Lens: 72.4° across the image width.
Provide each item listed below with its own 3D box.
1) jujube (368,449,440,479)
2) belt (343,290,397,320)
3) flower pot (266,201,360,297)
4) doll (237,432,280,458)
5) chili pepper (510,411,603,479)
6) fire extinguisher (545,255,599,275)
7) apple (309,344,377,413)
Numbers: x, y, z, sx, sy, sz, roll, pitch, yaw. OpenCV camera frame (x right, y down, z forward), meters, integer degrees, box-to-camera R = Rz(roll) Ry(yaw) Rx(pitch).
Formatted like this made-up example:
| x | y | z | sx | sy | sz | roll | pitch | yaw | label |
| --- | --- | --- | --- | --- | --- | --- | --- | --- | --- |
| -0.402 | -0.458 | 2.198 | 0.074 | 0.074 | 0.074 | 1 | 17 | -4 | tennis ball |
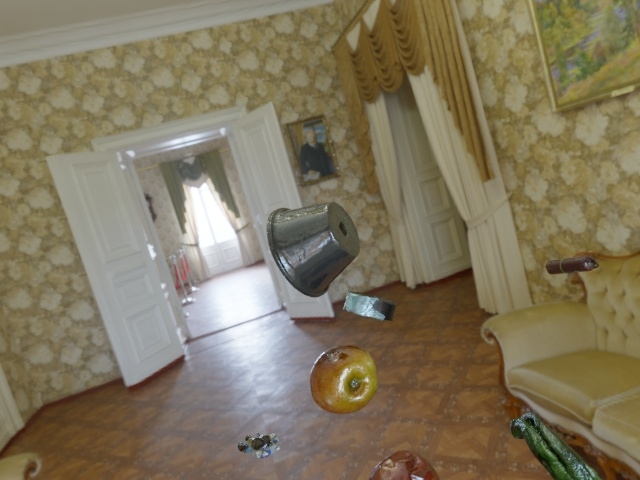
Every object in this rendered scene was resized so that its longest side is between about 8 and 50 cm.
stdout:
| x | y | z | sx | sy | sz | roll | pitch | yaw | label |
| --- | --- | --- | --- | --- | --- | --- | --- | --- | --- |
| 0.174 | 0.576 | 0.916 | 0.174 | 0.250 | 0.174 | 0 | 5 | 0 | jujube |
| 0.174 | 0.232 | 1.539 | 0.199 | 0.078 | 0.151 | 16 | -2 | -25 | belt |
| 0.000 | 0.000 | 1.175 | 0.166 | 0.268 | 0.269 | -30 | 0 | 25 | flower pot |
| -0.200 | 0.681 | 1.456 | 0.195 | 0.070 | 0.096 | -19 | 15 | 44 | doll |
| 0.447 | 0.413 | 0.820 | 0.065 | 0.122 | 0.279 | -40 | 24 | -1 | chili pepper |
| 0.604 | 0.060 | 1.041 | 0.056 | 0.039 | 0.132 | 22 | -16 | -16 | fire extinguisher |
| 0.058 | 0.373 | 1.201 | 0.195 | 0.160 | 0.173 | -36 | 3 | -19 | apple |
